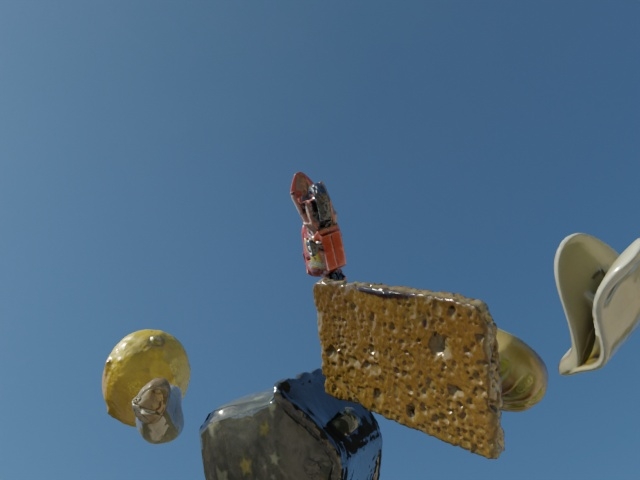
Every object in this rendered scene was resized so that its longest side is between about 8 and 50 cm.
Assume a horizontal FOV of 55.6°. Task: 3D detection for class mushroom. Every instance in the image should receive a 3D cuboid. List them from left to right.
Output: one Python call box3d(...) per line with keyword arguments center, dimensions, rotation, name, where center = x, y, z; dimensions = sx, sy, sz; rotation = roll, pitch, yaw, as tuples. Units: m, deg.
box3d(center=(-0.304, 0.316, 1.120), dimensions=(0.093, 0.116, 0.225), rotation=(8, -18, 3), name="mushroom")

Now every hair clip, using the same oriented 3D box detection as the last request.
box3d(center=(0.417, 0.088, 0.873), dimensions=(0.172, 0.113, 0.282), rotation=(-44, -49, -14), name="hair clip")

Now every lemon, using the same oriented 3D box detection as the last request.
box3d(center=(-0.462, 0.366, 1.610), dimensions=(0.233, 0.233, 0.288), rotation=(18, -67, -16), name="lemon")

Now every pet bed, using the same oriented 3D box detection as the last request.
box3d(center=(-0.013, 0.241, 0.686), dimensions=(0.159, 0.183, 0.211), rotation=(-19, -13, 17), name="pet bed")

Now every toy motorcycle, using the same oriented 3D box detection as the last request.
box3d(center=(0.002, 0.000, 1.375), dimensions=(0.089, 0.171, 0.298), rotation=(-17, -64, -9), name="toy motorcycle")

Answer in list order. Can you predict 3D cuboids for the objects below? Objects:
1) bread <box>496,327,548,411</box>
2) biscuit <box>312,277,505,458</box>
box3d(center=(0.298, 0.236, 1.095), dimensions=(0.213, 0.105, 0.213), rotation=(26, -30, 16), name="bread")
box3d(center=(0.070, 0.103, 0.547), dimensions=(0.025, 0.231, 0.131), rotation=(-12, -81, -34), name="biscuit")
